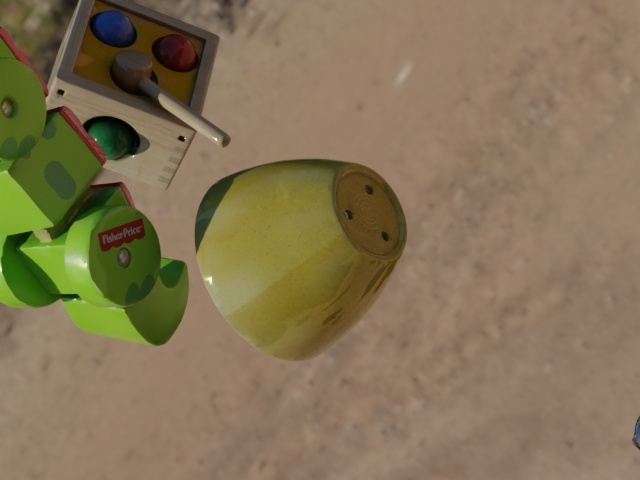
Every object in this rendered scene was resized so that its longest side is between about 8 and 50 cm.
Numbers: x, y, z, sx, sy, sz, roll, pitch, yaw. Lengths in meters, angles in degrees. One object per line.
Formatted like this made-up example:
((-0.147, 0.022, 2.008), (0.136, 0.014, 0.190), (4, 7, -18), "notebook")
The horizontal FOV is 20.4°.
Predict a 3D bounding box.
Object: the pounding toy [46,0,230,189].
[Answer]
((-0.133, -0.110, 1.320), (0.141, 0.130, 0.100), (-81, 16, -44), "pounding toy")

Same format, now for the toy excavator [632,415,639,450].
((0.559, 0.248, 1.573), (0.445, 0.433, 0.222), (-18, 5, 32), "toy excavator")

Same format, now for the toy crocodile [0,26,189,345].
((-0.192, -0.051, 1.153), (0.115, 0.340, 0.105), (-4, 42, 42), "toy crocodile")

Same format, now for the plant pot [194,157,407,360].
((0.000, 0.000, 1.153), (0.095, 0.134, 0.134), (-28, 37, 38), "plant pot")
